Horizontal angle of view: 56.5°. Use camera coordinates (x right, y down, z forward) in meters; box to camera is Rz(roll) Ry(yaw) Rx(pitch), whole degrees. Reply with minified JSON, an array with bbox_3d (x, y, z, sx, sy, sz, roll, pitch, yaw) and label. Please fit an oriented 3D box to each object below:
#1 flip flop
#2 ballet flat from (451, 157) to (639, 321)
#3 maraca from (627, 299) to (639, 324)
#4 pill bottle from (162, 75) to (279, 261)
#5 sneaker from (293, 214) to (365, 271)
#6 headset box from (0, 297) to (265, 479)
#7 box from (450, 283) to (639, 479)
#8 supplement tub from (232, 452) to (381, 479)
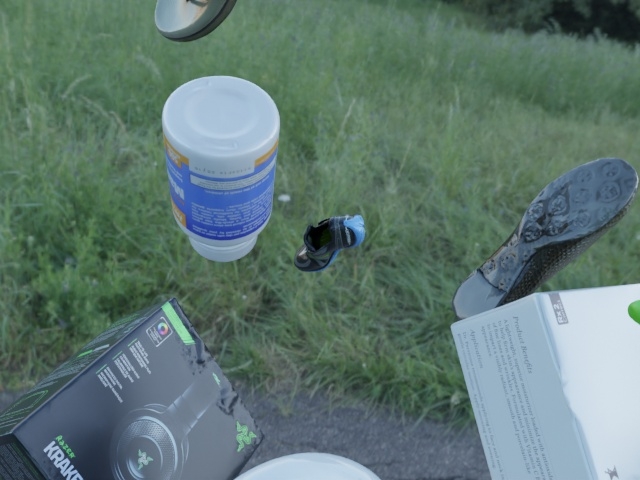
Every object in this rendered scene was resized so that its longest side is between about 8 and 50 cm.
[{"bbox_3d":[-0.105,-0.292,0.583,0.080,0.277,0.112,9,77,-35],"label":"flip flop"},{"bbox_3d":[0.252,0.010,0.673,0.058,0.250,0.084,28,19,-45],"label":"ballet flat"},{"bbox_3d":[0.294,0.066,0.372,0.186,0.127,0.099,31,11,40],"label":"maraca"},{"bbox_3d":[-0.142,-0.086,0.863,0.152,0.272,0.152,5,55,-6],"label":"pill bottle"},{"bbox_3d":[0.000,0.000,0.979,0.078,0.188,0.067,9,67,-25],"label":"sneaker"},{"bbox_3d":[-0.231,0.246,0.749,0.246,0.131,0.283,60,35,-11],"label":"headset box"},{"bbox_3d":[0.252,0.147,0.597,0.182,0.119,0.181,-1,71,-33],"label":"box"},{"bbox_3d":[0.017,0.378,0.540,0.228,0.316,0.228,-20,28,11],"label":"supplement tub"}]
